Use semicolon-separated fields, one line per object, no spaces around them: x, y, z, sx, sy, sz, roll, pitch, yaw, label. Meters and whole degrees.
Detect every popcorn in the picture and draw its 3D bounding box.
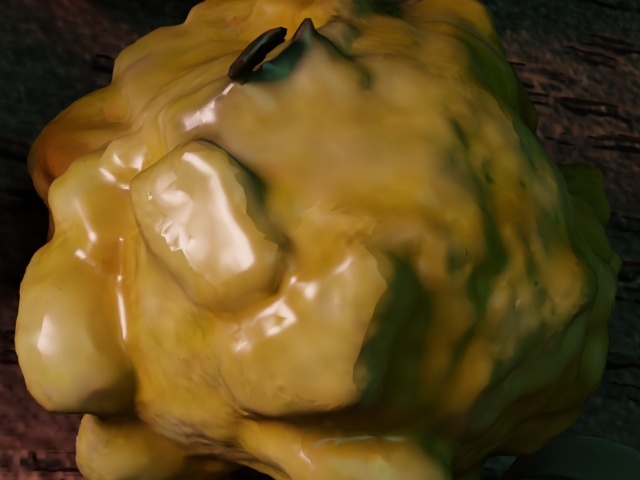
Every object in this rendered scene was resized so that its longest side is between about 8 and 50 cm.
0.000;0.000;0.726;0.252;0.215;0.286;3;19;2;popcorn

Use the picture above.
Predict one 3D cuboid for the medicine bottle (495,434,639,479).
0.089;0.169;0.746;0.143;0.147;0.147;-25;82;-41;medicine bottle
